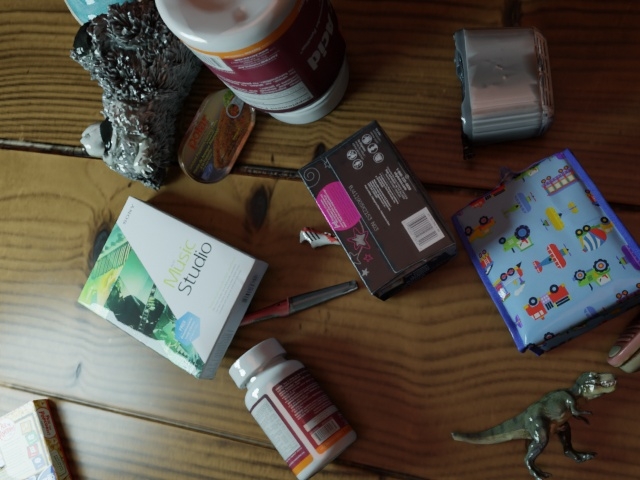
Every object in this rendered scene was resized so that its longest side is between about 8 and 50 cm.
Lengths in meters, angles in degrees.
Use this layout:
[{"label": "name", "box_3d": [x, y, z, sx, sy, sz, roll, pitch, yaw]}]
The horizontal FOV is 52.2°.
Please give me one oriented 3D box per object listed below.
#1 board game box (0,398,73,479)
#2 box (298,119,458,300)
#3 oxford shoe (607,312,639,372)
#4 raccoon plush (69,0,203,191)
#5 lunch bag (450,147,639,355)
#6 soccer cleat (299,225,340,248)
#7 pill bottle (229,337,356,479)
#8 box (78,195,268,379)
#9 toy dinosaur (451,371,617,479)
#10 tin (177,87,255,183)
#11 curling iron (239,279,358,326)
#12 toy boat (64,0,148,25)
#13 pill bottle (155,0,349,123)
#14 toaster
[{"label": "board game box", "box_3d": [-0.570, 0.425, 1.257, 0.147, 0.045, 0.193, -27, 75, 10]}, {"label": "box", "box_3d": [0.103, -0.046, 1.106, 0.163, 0.142, 0.247, -32, 75, 7]}, {"label": "oxford shoe", "box_3d": [0.591, 0.102, 0.962, 0.348, 0.123, 0.130, -39, 79, 7]}, {"label": "raccoon plush", "box_3d": [-0.257, -0.300, 1.223, 0.446, 0.216, 0.299, -29, 83, 8]}, {"label": "lunch bag", "box_3d": [0.355, 0.001, 1.037, 0.221, 0.138, 0.293, -33, 64, 19]}, {"label": "soccer cleat", "box_3d": [0.000, 0.000, 1.186, 0.083, 0.029, 0.035, 17, 94, 20]}, {"label": "pill bottle", "box_3d": [-0.050, 0.280, 1.102, 0.121, 0.121, 0.221, -41, 73, 5]}, {"label": "box", "box_3d": [-0.280, 0.080, 1.212, 0.322, 0.058, 0.232, 25, 88, 26]}, {"label": "toy dinosaur", "box_3d": [0.354, 0.303, 1.025, 0.268, 0.064, 0.118, -28, 68, 11]}, {"label": "tin", "box_3d": [-0.197, -0.198, 1.233, 0.040, 0.106, 0.189, 27, 88, 52]}, {"label": "curling iron", "box_3d": [-0.066, 0.107, 1.180, 0.274, 0.035, 0.068, -12, 78, 13]}, {"label": "toy boat", "box_3d": [-0.408, -0.594, 1.331, 0.318, 0.148, 0.267, -31, 74, 9]}, {"label": "pill bottle", "box_3d": [-0.084, -0.342, 1.073, 0.224, 0.392, 0.224, -2, 81, 15]}, {"label": "toaster", "box_3d": [0.304, -0.252, 1.093, 0.147, 0.129, 0.226, -5, 78, 12]}]
